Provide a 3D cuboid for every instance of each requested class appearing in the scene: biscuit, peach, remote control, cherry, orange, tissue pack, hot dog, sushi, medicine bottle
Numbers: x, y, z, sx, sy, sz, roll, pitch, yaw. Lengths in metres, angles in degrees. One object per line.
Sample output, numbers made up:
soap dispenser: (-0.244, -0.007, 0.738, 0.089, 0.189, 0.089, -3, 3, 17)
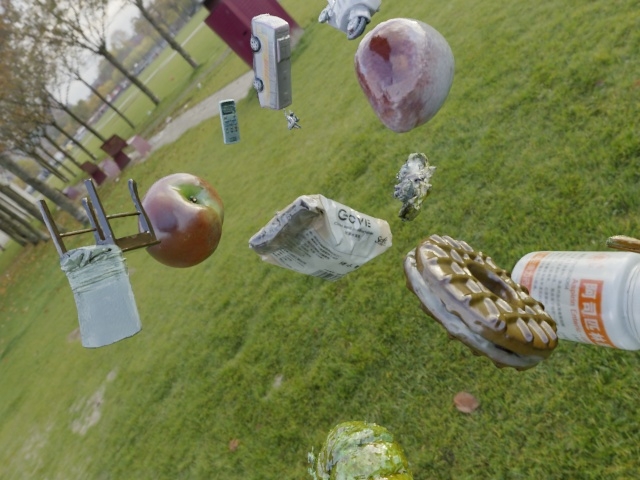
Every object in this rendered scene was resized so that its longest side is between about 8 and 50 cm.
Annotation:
biscuit: (0.309, 0.111, 0.943, 0.103, 0.332, 0.332, -58, 22, 24)
peach: (-0.385, -0.051, 1.322, 0.252, 0.252, 0.252, -34, 30, 23)
remote control: (-0.261, -0.339, 1.380, 0.053, 0.125, 0.018, -19, 27, -31)
cherry: (0.272, -0.514, 1.506, 0.326, 0.335, 0.291, -17, -11, -42)
orange: (0.111, 0.583, 1.170, 0.300, 0.223, 0.301, -109, 32, -43)
tissue pack: (0.000, 0.000, 1.599, 0.390, 0.375, 0.195, -30, 53, 47)
hot dog: (0.574, 0.006, 0.898, 0.037, 0.083, 0.021, 106, 178, -65)
sushi: (0.353, -0.216, 1.819, 0.139, 0.131, 0.291, 124, 168, -58)
medicine bottle: (0.627, 0.128, 1.055, 0.371, 0.211, 0.211, -1, 52, 59)

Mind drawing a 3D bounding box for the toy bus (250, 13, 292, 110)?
toy bus: (-0.094, -0.345, 0.943, 0.072, 0.172, 0.057, 25, 44, 28)

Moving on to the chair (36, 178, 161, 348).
chair: (-0.444, 0.043, 1.022, 0.160, 0.319, 0.186, -19, 3, 13)

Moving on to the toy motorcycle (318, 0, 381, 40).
toy motorcycle: (0.091, -0.644, 1.317, 0.171, 0.110, 0.260, -57, 32, 21)

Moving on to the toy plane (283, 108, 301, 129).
toy plane: (-0.079, -0.334, 1.342, 0.031, 0.078, 0.083, -35, 33, 24)
